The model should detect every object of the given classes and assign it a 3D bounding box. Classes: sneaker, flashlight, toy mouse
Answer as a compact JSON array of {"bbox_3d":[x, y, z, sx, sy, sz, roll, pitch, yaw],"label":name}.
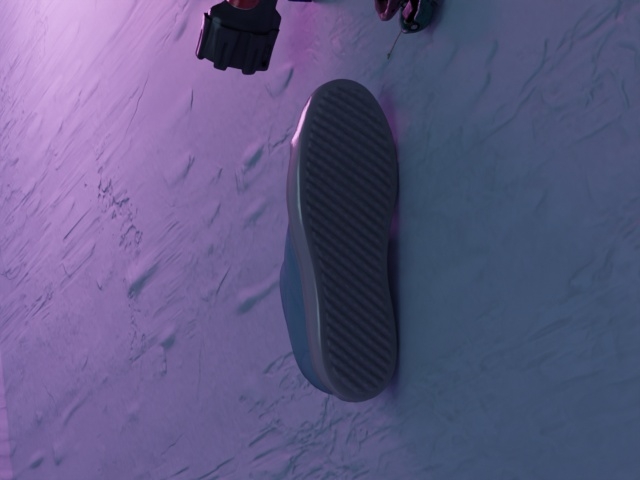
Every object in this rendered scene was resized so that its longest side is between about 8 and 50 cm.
[{"bbox_3d":[0.000,0.000,1.909,0.150,0.135,0.365,1,90,61],"label":"sneaker"},{"bbox_3d":[-0.084,-0.356,2.017,0.103,0.103,0.304,29,117,21],"label":"flashlight"},{"bbox_3d":[0.095,-0.270,1.825,0.161,0.031,0.143,25,112,62],"label":"toy mouse"}]
